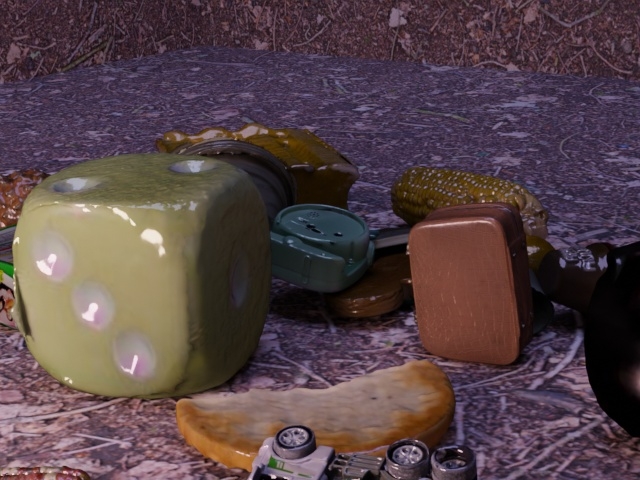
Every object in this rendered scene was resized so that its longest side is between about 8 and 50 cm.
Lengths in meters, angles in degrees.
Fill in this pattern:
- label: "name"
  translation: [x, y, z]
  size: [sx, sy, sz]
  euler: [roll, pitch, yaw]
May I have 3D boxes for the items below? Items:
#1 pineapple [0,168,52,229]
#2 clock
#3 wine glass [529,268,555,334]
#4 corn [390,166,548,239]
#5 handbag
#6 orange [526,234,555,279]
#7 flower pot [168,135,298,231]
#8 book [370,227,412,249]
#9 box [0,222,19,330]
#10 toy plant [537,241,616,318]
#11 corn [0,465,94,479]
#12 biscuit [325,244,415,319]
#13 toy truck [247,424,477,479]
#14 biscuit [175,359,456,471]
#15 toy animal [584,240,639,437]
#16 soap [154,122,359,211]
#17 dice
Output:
- label: "pineapple"
  translation: [-0.568, -0.038, 1.919]
  size: [0.310, 0.141, 0.170]
  euler: [-6, 21, 12]
- label: "clock"
  translation: [0.000, 0.000, 1.651]
  size: [0.159, 0.066, 0.211]
  euler: [19, 26, 23]
- label: "wine glass"
  translation: [0.239, 0.045, 1.566]
  size: [0.079, 0.079, 0.195]
  euler: [-8, 38, -19]
- label: "corn"
  translation: [0.232, -0.047, 1.871]
  size: [0.130, 0.130, 0.347]
  euler: [-13, 18, -31]
- label: "handbag"
  translation: [0.183, 0.054, 1.444]
  size: [0.151, 0.193, 0.072]
  euler: [-2, 19, 30]
- label: "orange"
  translation: [0.293, 0.035, 1.671]
  size: [0.095, 0.085, 0.085]
  euler: [-6, 16, 12]
- label: "flower pot"
  translation: [-0.140, -0.027, 1.743]
  size: [0.236, 0.235, 0.140]
  euler: [-5, 39, -11]
- label: "book"
  translation: [0.088, -0.003, 1.831]
  size: [0.139, 0.016, 0.199]
  euler: [-11, 4, -20]
- label: "box"
  translation: [-0.397, 0.052, 1.651]
  size: [0.250, 0.103, 0.180]
  euler: [10, 21, 36]
- label: "toy plant"
  translation: [0.395, 0.060, 1.558]
  size: [0.201, 0.105, 0.143]
  euler: [7, 24, -12]
- label: "corn"
  translation: [-0.319, 0.243, 1.077]
  size: [0.237, 0.079, 0.079]
  euler: [0, 17, 14]
- label: "biscuit"
  translation: [0.113, 0.057, 1.672]
  size: [0.197, 0.049, 0.301]
  euler: [-1, 14, 33]
- label: "toy truck"
  translation: [0.053, 0.242, 0.994]
  size: [0.254, 0.114, 0.124]
  euler: [5, 30, 21]
- label: "biscuit"
  translation: [0.011, 0.198, 1.245]
  size: [0.309, 0.040, 0.204]
  euler: [-7, 18, -17]
- label: "toy animal"
  translation: [0.436, 0.119, 1.152]
  size: [0.251, 0.250, 0.310]
  euler: [-16, 16, -38]
- label: "soap"
  translation: [-0.117, -0.099, 2.018]
  size: [0.294, 0.156, 0.335]
  euler: [-4, 17, -18]
- label: "dice"
  translation: [-0.211, 0.037, 1.427]
  size: [0.250, 0.251, 0.254]
  euler: [3, 17, 17]
